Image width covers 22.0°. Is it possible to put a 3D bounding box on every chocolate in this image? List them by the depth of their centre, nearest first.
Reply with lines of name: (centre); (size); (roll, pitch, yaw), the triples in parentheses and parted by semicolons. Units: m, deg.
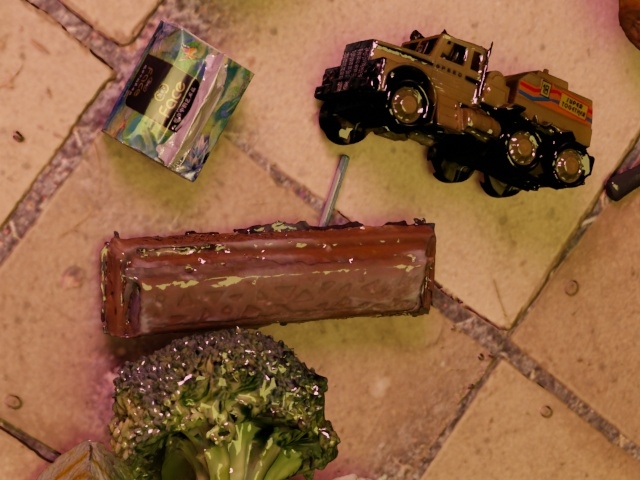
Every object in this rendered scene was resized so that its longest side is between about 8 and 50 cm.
chocolate: (-0.036, 0.036, 1.487); (0.329, 0.065, 0.102); (-3, 104, -23)

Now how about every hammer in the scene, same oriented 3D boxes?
hammer: (0.398, -0.099, 1.705); (0.246, 0.029, 0.103); (-30, 115, -15)

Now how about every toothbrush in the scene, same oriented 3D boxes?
toothbrush: (0.000, 0.000, 1.535); (0.014, 0.011, 0.167); (13, 98, -35)

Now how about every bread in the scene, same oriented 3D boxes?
bread: (-0.209, 0.261, 1.430); (0.110, 0.156, 0.103); (-30, 128, 6)

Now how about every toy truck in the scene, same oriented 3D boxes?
toy truck: (0.129, -0.123, 1.508); (0.257, 0.127, 0.127); (13, 83, -29)

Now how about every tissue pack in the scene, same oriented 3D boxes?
tissue pack: (-0.117, -0.116, 1.401); (0.085, 0.079, 0.111); (30, 89, -31)

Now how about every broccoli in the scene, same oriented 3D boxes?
broccoli: (-0.084, 0.161, 1.422); (0.197, 0.226, 0.176); (-14, 100, 4)

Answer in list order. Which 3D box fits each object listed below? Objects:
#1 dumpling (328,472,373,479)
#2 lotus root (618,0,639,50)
dumpling: (0.020, 0.303, 1.574); (0.166, 0.126, 0.216); (-50, 118, -25)
lotus root: (0.385, -0.299, 1.543); (0.193, 0.193, 0.291); (36, 91, -31)
